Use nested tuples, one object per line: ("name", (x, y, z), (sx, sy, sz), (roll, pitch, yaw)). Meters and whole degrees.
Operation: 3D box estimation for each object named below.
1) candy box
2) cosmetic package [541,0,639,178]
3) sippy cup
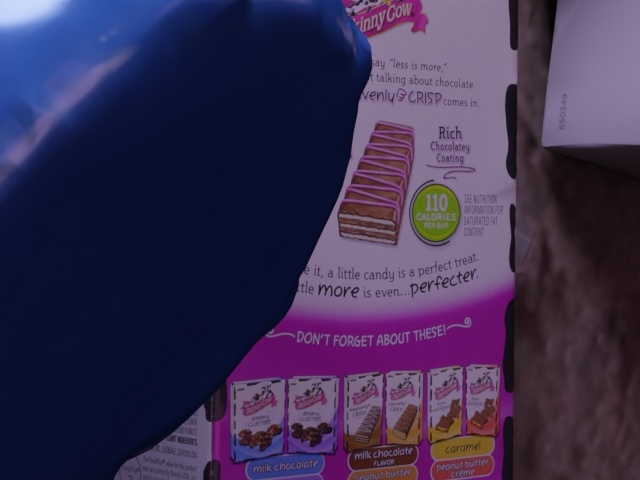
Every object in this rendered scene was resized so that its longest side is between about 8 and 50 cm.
("candy box", (0.000, 0.000, 0.739), (0.159, 0.071, 0.233), (1, 91, -41))
("cosmetic package", (0.303, -0.076, 0.919), (0.365, 0.197, 0.155), (13, 82, -42))
("sippy cup", (-0.119, -0.048, 0.474), (0.305, 0.224, 0.240), (-59, 156, 14))
